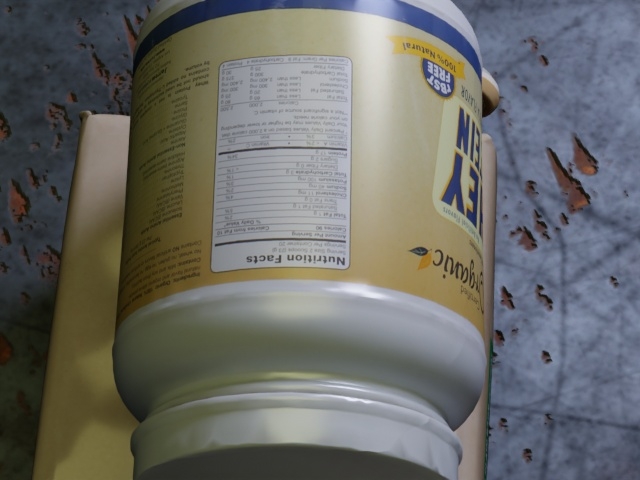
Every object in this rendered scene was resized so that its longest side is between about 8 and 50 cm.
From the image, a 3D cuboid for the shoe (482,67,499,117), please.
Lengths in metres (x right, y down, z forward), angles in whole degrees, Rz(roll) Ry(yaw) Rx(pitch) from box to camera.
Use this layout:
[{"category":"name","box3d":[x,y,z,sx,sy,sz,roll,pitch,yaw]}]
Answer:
[{"category":"shoe","box3d":[0.053,-0.163,1.606,0.219,0.076,0.058,23,68,19]}]

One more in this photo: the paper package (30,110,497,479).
[{"category":"paper package","box3d":[-0.033,0.087,1.386,0.310,0.168,0.324,3,65,5]}]

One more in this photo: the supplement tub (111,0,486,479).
[{"category":"supplement tub","box3d":[-0.011,0.008,1.205,0.228,0.228,0.316,0,66,3]}]
